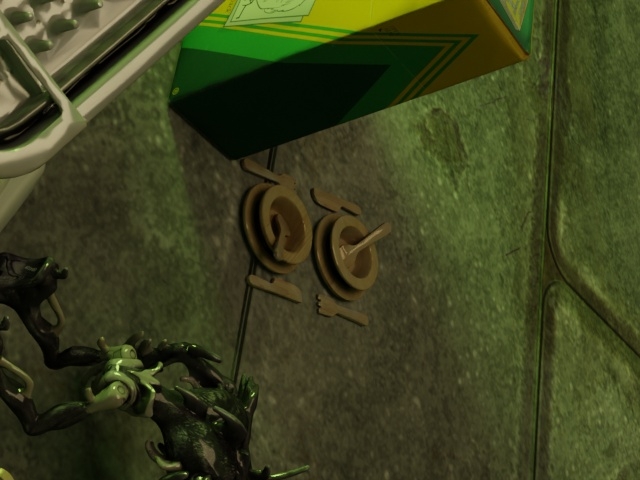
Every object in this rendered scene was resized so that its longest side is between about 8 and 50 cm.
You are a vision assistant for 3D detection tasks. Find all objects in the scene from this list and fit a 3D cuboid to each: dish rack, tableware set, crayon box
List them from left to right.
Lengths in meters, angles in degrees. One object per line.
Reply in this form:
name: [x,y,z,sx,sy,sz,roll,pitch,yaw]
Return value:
dish rack: [-0.202,-0.237,1.077,0.333,0.072,0.285,-45,115,-24]
tableware set: [0.000,0.000,1.469,0.194,0.039,0.128,22,58,-50]
crayon box: [0.041,-0.279,1.406,0.106,0.313,0.363,41,44,-39]

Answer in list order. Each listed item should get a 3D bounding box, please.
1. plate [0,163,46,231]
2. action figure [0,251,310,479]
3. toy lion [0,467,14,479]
plate: [-0.309,-0.075,1.046,0.277,0.045,0.278,54,37,-26]
action figure: [-0.144,0.127,1.114,0.275,0.141,0.164,38,42,-20]
toy lion: [-0.197,0.211,1.052,0.100,0.096,0.034,28,38,7]
